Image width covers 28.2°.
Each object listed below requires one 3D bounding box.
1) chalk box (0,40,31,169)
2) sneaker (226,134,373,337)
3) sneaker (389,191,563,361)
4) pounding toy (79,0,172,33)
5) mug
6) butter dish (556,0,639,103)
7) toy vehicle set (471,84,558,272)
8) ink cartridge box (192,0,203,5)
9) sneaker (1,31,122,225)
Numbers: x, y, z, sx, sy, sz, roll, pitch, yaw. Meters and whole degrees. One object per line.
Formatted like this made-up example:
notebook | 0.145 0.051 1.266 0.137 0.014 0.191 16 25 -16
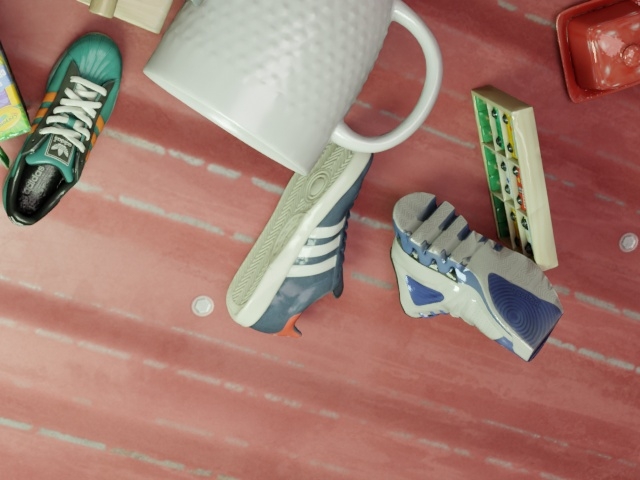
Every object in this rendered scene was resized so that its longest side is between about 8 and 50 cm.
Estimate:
chalk box | -0.487 -0.198 1.778 0.132 0.132 0.213 -20 111 -9
sneaker | 0.000 0.000 1.990 0.148 0.131 0.350 28 104 -29
sneaker | 0.228 0.075 2.028 0.315 0.182 0.127 42 59 14
pounding toy | -0.289 -0.361 1.738 0.181 0.206 0.094 20 101 -20
mug | -0.007 -0.275 1.790 0.374 0.276 0.328 32 89 1
butter dish | 0.471 -0.301 2.014 0.160 0.118 0.160 -18 111 -8
toy vehicle set | 0.306 -0.100 2.010 0.035 0.166 0.267 -17 111 -10
ink cartridge box | -0.155 -0.495 1.600 0.309 0.130 0.272 -54 157 -8
sneaker | -0.365 -0.152 1.832 0.108 0.121 0.302 23 100 -21
